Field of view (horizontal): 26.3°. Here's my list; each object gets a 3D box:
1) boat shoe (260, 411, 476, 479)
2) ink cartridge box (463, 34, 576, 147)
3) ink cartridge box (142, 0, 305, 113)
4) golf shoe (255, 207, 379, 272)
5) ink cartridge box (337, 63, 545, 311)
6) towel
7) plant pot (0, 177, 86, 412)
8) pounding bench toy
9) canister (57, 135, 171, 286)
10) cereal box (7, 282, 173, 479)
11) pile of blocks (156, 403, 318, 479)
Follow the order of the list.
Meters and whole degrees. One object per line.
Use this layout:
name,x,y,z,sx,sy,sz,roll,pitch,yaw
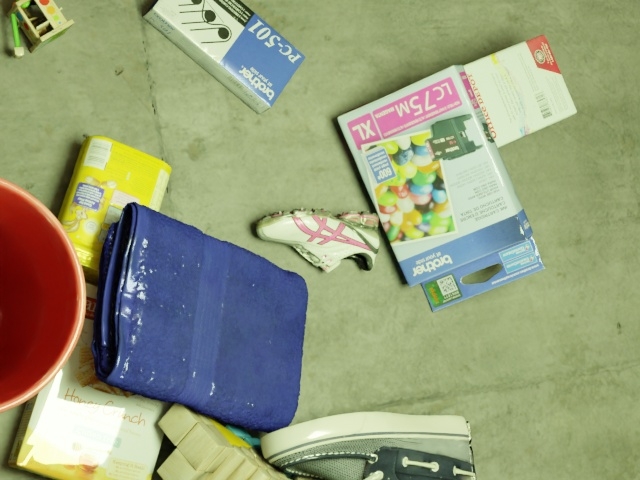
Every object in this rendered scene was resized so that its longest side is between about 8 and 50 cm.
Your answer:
boat shoe,0.080,0.313,1.772,0.340,0.127,0.158,4,65,-38
ink cartridge box,0.251,-0.201,1.990,0.176,0.127,0.128,-23,92,-29
ink cartridge box,-0.128,-0.275,1.854,0.207,0.046,0.097,39,67,-16
golf shoe,0.000,0.000,1.857,0.186,0.067,0.086,4,80,-27
ink cartridge box,0.168,-0.067,1.899,0.311,0.185,0.065,66,20,-4
towel,-0.148,0.105,1.705,0.308,0.076,0.228,24,63,-41
plant pot,-0.427,0.075,1.522,0.274,0.243,0.275,6,77,-26
pounding bench toy,-0.368,-0.276,1.727,0.083,0.052,0.065,-37,98,-28
canister,-0.266,-0.033,1.723,0.126,0.073,0.170,23,70,-22
cereal box,-0.268,0.187,1.694,0.173,0.047,0.240,22,71,-24
pile of blocks,-0.073,0.342,1.742,0.362,0.149,0.113,39,99,-10
